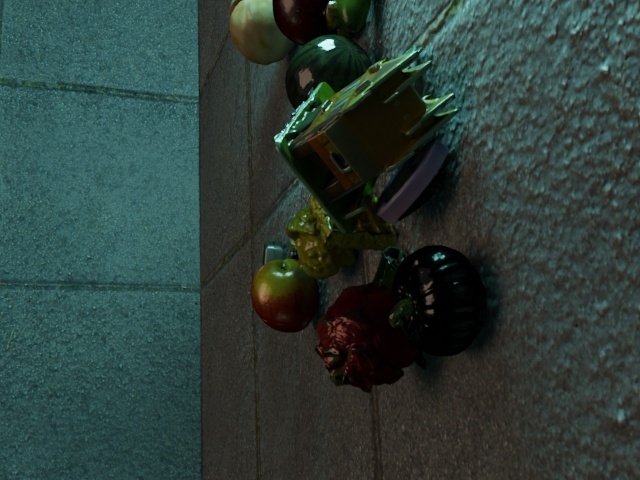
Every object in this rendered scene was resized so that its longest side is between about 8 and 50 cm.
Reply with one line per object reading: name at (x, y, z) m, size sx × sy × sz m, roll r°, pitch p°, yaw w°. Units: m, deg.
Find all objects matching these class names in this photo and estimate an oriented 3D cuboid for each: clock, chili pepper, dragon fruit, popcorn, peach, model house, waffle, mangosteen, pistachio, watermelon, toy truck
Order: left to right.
pistachio at (-0.165, -0.672, 2.337) m, size 0.309 × 0.229 × 0.230 m, roll 94°, pitch 171°, yaw -64°
peach at (-0.095, 0.151, 2.085) m, size 0.190 × 0.190 × 0.193 m, roll -140°, pitch 51°, yaw -66°
toy truck at (-0.074, 0.060, 2.224) m, size 0.063 × 0.052 × 0.123 m, roll -107°, pitch 28°, yaw -54°
mangosteen at (0.005, -0.571, 1.890) m, size 0.257 × 0.215 × 0.215 m, roll 34°, pitch 124°, yaw 35°
popcorn at (0.005, 0.001, 1.875) m, size 0.197 × 0.155 × 0.198 m, roll 49°, pitch 149°, yaw 43°
watermelon at (0.020, -0.365, 1.784) m, size 0.212 × 0.212 × 0.212 m, roll -177°, pitch 90°, yaw -71°
waffle at (0.061, -0.058, 1.693) m, size 0.211 × 0.160 × 0.055 m, roll -113°, pitch 31°, yaw -50°
dragon fruit at (0.103, 0.175, 1.474) m, size 0.192 × 0.274 × 0.193 m, roll 17°, pitch 131°, yaw 32°
chili pepper at (0.133, 0.122, 1.623) m, size 0.088 × 0.059 × 0.227 m, roll -114°, pitch 30°, yaw -43°
model house at (0.135, -0.236, 1.502) m, size 0.312 × 0.243 × 0.358 m, roll -27°, pitch 19°, yaw 31°
clock at (0.174, -0.096, 1.466) m, size 0.172 × 0.064 × 0.198 m, roll -58°, pitch 8°, yaw -24°

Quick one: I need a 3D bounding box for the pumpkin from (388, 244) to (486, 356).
pumpkin at (0.200, 0.101, 1.316) m, size 0.194 × 0.150 × 0.194 m, roll -27°, pitch 53°, yaw 44°

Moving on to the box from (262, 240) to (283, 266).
box at (-0.146, 0.058, 2.342) m, size 0.243 × 0.055 × 0.103 m, roll -144°, pitch 58°, yaw -83°

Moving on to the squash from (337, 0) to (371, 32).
squash at (0.087, -0.616, 1.776) m, size 0.082 × 0.082 × 0.293 m, roll 168°, pitch 113°, yaw -70°
